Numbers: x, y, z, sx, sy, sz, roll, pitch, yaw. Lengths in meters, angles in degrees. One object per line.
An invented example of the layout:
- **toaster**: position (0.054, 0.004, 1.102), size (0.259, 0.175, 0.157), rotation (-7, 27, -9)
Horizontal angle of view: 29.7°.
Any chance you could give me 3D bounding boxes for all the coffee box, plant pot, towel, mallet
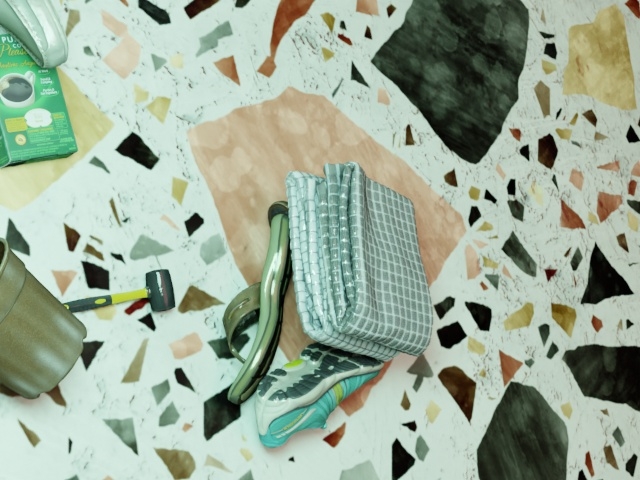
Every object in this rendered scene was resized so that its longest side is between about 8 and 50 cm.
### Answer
- **coffee box**: position (-0.419, -0.201, 1.700), size (0.113, 0.040, 0.184), rotation (-15, 88, -40)
- **plant pot**: position (-0.403, 0.110, 1.562), size (0.165, 0.167, 0.167), rotation (43, 55, -30)
- **towel**: position (0.069, 0.030, 1.860), size (0.235, 0.121, 0.284), rotation (20, 60, -52)
- **mallet**: position (-0.292, 0.093, 1.728), size (0.189, 0.039, 0.062), rotation (-19, 92, -35)

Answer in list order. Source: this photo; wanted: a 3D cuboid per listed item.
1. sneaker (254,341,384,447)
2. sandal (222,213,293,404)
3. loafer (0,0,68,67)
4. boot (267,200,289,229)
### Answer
- **sneaker**: position (-0.007, 0.235, 1.882), size (0.275, 0.107, 0.110), rotation (-21, 125, -45)
- **sandal**: position (-0.101, 0.104, 1.837), size (0.086, 0.120, 0.303), rotation (10, 71, 4)
- **loafer**: position (-0.468, -0.356, 1.650), size (0.111, 0.112, 0.319), rotation (-38, 85, -25)
- **boot**: position (0.000, 0.000, 1.960), size (0.219, 0.082, 0.106), rotation (52, 39, -21)
